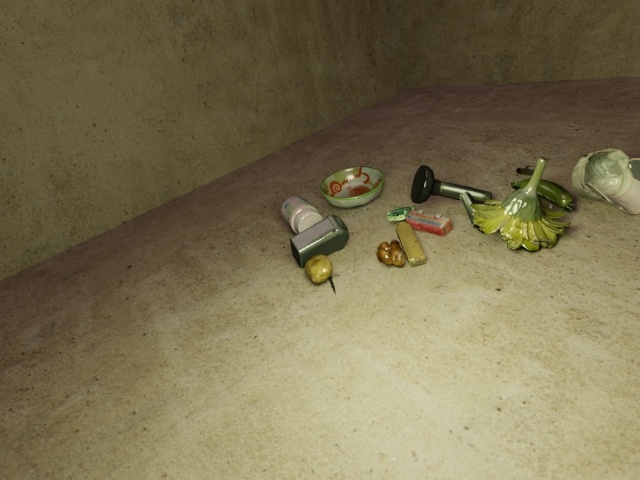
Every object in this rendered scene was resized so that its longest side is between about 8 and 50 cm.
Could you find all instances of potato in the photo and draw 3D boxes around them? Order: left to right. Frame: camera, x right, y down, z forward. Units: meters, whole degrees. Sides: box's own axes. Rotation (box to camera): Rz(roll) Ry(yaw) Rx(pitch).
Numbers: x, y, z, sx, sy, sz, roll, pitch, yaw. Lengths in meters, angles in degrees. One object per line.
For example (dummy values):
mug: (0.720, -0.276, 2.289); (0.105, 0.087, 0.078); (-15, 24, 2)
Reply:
potato: (-0.008, 0.104, 1.530); (0.107, 0.080, 0.170); (-48, 22, 9)

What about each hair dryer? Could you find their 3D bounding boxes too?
hair dryer: (0.530, -0.169, 1.569); (0.319, 0.156, 0.284); (14, 22, 1)

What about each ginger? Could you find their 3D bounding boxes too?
ginger: (0.256, 0.052, 1.504); (0.103, 0.074, 0.162); (-1, 23, 2)

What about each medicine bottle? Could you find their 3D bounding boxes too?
medicine bottle: (-0.084, -0.106, 1.889); (0.151, 0.152, 0.254); (-24, 27, -12)

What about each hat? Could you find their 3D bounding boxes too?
hat: (1.037, -0.200, 1.435); (0.231, 0.161, 0.275); (-30, 52, 0)

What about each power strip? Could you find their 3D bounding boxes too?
power strip: (0.344, 0.010, 1.557); (0.064, 0.044, 0.305); (-15, 30, 6)

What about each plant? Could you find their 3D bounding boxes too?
plant: (0.696, -0.092, 1.349); (0.305, 0.262, 0.297); (-10, -20, -25)

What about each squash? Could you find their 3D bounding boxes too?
squash: (0.881, -0.194, 1.577); (0.080, 0.071, 0.318); (-22, 28, -6)

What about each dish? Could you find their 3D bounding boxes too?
dish: (0.168, -0.244, 2.032); (0.323, 0.124, 0.324); (-10, 35, 7)

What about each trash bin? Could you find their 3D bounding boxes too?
trash bin: (0.000, 0.000, 1.625); (0.236, 0.177, 0.101); (-28, 67, -13)

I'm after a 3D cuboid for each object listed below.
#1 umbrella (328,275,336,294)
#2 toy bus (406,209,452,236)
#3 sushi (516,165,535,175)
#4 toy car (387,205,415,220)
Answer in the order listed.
umbrella: (0.042, 0.153, 1.498); (0.022, 0.022, 0.149); (-58, 25, 15)
toy bus: (0.433, -0.072, 1.629); (0.077, 0.065, 0.192); (-40, 35, -24)
sushi: (0.925, -0.321, 1.809); (0.046, 0.044, 0.083); (-32, 33, -22)
toy car: (0.355, -0.113, 1.749); (0.093, 0.058, 0.186); (-4, 12, 31)
